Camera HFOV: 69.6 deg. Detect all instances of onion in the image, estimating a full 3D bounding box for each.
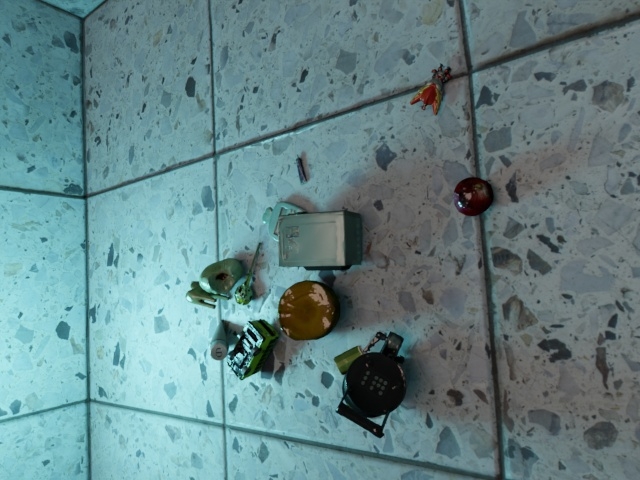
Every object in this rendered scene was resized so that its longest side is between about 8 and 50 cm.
[{"bbox_3d":[0.500,-0.146,1.511,0.131,0.131,0.131,-2,86,37],"label":"onion"}]

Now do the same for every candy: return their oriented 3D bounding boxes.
[{"bbox_3d":[-0.325,0.156,2.149,0.091,0.083,0.306,20,92,37],"label":"candy"}]

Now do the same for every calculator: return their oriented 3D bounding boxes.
[{"bbox_3d":[-0.142,-0.072,2.035,0.295,0.042,0.184,25,103,32],"label":"calculator"}]

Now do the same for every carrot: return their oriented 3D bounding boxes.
[{"bbox_3d":[-0.043,0.279,1.835,0.241,0.341,0.242,-1,84,6],"label":"carrot"}]

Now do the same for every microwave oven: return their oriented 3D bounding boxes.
[{"bbox_3d":[0.000,0.000,1.819,0.294,0.181,0.238,-3,88,27],"label":"microwave oven"}]

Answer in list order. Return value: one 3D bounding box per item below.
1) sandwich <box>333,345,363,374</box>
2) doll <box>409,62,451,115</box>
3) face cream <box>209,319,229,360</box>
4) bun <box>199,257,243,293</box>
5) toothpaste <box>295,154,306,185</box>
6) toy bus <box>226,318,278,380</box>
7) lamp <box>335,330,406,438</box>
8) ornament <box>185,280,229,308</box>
[{"bbox_3d":[0.119,0.476,1.833,0.116,0.074,0.074,-27,68,-1],"label":"sandwich"},{"bbox_3d":[0.405,-0.542,1.641,0.109,0.057,0.169,29,92,17],"label":"doll"},{"bbox_3d":[-0.470,0.476,2.151,0.314,0.089,0.143,-160,76,-79],"label":"face cream"},{"bbox_3d":[-0.464,0.179,2.181,0.212,0.204,0.127,-14,118,19],"label":"bun"},{"bbox_3d":[-0.088,-0.311,2.018,0.037,0.021,0.140,-20,78,34],"label":"toothpaste"},{"bbox_3d":[-0.301,0.479,2.057,0.128,0.150,0.262,42,116,27],"label":"toy bus"},{"bbox_3d":[0.177,0.522,1.613,0.204,0.374,0.272,27,139,11],"label":"lamp"},{"bbox_3d":[-0.569,0.253,2.251,0.244,0.230,0.061,14,103,16],"label":"ornament"}]
